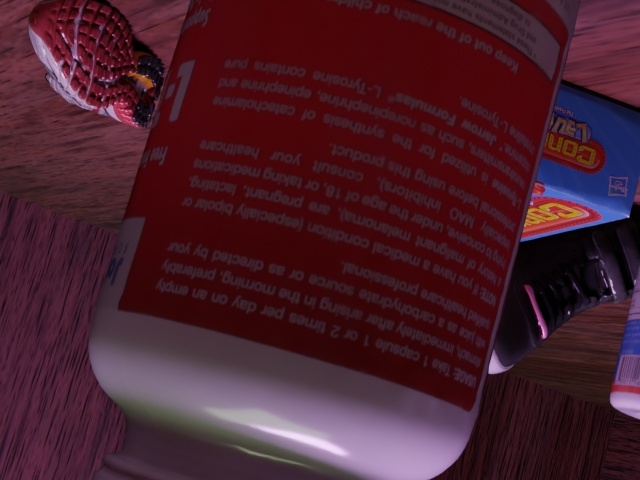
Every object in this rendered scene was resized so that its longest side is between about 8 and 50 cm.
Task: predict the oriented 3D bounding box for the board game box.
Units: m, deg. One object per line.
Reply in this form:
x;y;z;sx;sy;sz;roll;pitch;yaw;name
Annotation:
0.073;-0.088;1.061;0.302;0.086;0.308;18;170;-13;board game box

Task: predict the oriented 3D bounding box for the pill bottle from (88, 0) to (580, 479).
0.000;0.000;0.719;0.229;0.407;0.229;15;170;3;pill bottle

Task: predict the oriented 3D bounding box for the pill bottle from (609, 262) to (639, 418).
0.325;0.047;1.019;0.124;0.221;0.124;16;170;3;pill bottle

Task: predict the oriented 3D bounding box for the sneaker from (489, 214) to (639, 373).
0.244;0.040;1.205;0.147;0.104;0.296;-13;-168;29;sneaker

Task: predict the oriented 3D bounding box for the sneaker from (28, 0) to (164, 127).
-0.221;-0.160;1.121;0.093;0.088;0.225;15;170;11;sneaker
